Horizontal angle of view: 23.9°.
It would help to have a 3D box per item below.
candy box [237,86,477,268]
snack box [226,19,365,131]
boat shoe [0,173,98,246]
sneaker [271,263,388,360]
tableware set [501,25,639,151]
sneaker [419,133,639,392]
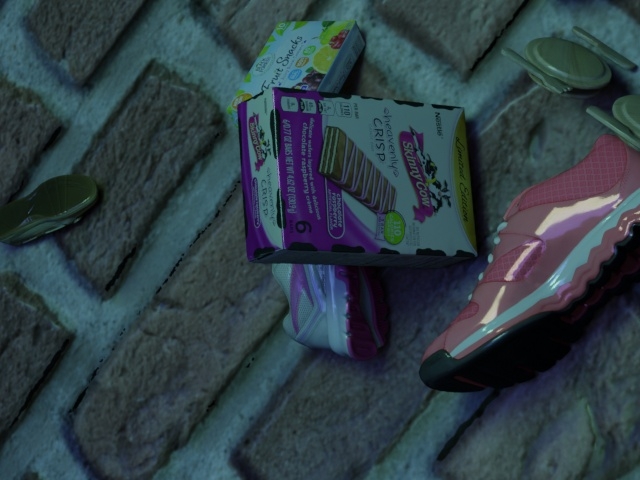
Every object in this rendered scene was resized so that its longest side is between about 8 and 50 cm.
[{"bbox_3d":[0.039,-0.057,1.477,0.071,0.233,0.159,-18,74,54],"label":"candy box"},{"bbox_3d":[-0.025,-0.175,1.607,0.100,0.037,0.141,3,50,32],"label":"snack box"},{"bbox_3d":[-0.325,-0.033,1.810,0.153,0.048,0.056,-25,59,19],"label":"boat shoe"},{"bbox_3d":[0.000,0.000,1.571,0.111,0.103,0.252,-5,78,32],"label":"sneaker"},{"bbox_3d":[0.270,-0.129,1.426,0.194,0.128,0.039,40,131,28],"label":"tableware set"},{"bbox_3d":[0.212,0.024,1.454,0.314,0.116,0.136,-41,55,13],"label":"sneaker"}]
